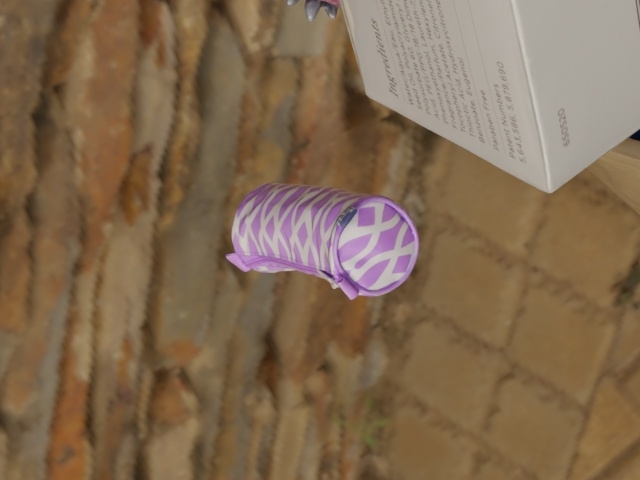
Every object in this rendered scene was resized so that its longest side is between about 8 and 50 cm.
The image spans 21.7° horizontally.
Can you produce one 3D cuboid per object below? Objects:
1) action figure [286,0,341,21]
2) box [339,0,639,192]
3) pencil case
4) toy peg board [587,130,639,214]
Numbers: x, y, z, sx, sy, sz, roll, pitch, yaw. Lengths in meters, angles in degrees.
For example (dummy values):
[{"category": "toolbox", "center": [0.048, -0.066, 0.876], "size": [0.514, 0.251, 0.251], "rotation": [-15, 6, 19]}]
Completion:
[{"category": "action figure", "center": [0.049, -0.331, 1.132], "size": [0.248, 0.276, 0.370], "rotation": [32, 141, 1]}, {"category": "box", "center": [0.097, -0.150, 0.623], "size": [0.119, 0.181, 0.182], "rotation": [33, 150, 45]}, {"category": "pencil case", "center": [0.000, 0.000, 1.394], "size": [0.086, 0.088, 0.206], "rotation": [37, 168, -25]}, {"category": "toy peg board", "center": [0.266, -0.046, 1.140], "size": [0.160, 0.079, 0.161], "rotation": [38, 177, -23]}]
